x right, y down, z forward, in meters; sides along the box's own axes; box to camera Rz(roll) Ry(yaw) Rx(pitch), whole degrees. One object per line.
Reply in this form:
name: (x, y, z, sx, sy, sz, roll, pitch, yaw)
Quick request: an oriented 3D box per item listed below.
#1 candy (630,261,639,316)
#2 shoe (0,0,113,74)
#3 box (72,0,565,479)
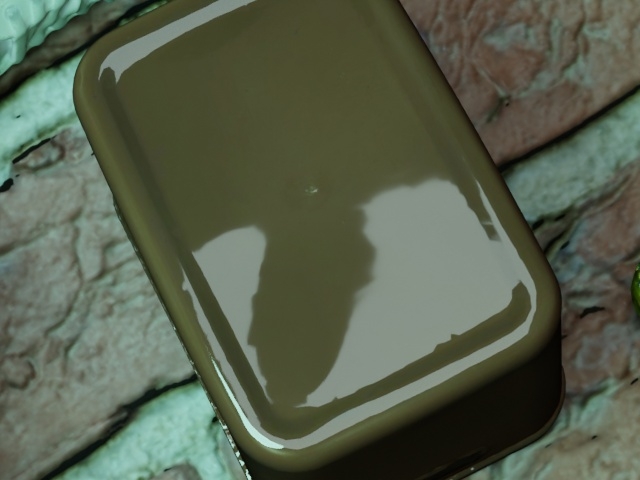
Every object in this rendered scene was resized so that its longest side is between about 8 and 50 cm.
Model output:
candy: (0.263, 0.098, 1.238, 0.058, 0.062, 0.194, -12, 80, -3)
shoe: (-0.196, -0.212, 1.336, 0.160, 0.132, 0.363, 22, 71, 6)
box: (0.000, 0.000, 1.193, 0.239, 0.229, 0.339, -27, 72, -3)
